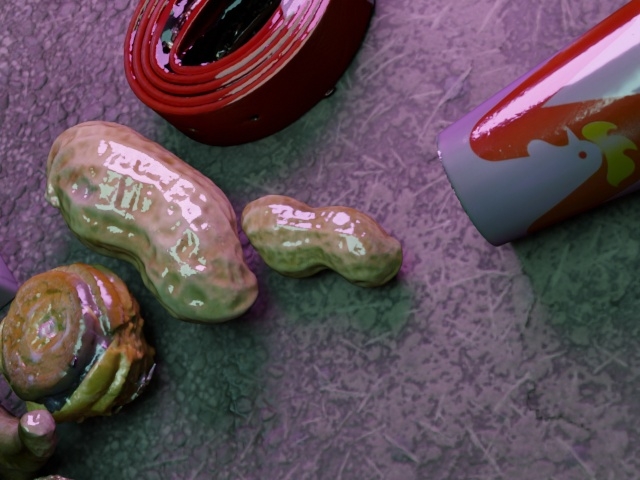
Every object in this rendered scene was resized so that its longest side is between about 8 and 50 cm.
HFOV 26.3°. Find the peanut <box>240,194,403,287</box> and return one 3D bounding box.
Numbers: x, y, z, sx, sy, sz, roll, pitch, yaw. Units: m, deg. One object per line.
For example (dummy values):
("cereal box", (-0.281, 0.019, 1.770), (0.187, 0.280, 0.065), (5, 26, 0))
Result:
("peanut", (0.000, 0.002, 1.474), (0.193, 0.089, 0.089), (11, 77, 27))

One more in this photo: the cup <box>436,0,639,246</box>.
("cup", (0.271, -0.115, 1.349), (0.288, 0.203, 0.203), (-28, 63, 19))

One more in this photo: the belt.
("belt", (-0.071, -0.256, 1.578), (0.324, 0.115, 0.227), (-43, 63, 6))

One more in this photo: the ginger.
("ginger", (-0.400, 0.212, 1.548), (0.333, 0.166, 0.080), (11, 44, 31))

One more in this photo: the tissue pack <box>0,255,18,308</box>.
("tissue pack", (-0.504, 0.005, 1.659), (0.159, 0.136, 0.246), (-41, 61, 6))

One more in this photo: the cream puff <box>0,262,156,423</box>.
("cream puff", (-0.264, 0.117, 1.520), (0.189, 0.129, 0.189), (-12, 69, 33))

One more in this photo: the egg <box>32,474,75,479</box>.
("egg", (-0.295, 0.315, 1.470), (0.116, 0.118, 0.140), (38, 112, 46))

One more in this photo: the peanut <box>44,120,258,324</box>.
("peanut", (-0.190, -0.022, 1.525), (0.325, 0.153, 0.140), (43, 133, 31))
